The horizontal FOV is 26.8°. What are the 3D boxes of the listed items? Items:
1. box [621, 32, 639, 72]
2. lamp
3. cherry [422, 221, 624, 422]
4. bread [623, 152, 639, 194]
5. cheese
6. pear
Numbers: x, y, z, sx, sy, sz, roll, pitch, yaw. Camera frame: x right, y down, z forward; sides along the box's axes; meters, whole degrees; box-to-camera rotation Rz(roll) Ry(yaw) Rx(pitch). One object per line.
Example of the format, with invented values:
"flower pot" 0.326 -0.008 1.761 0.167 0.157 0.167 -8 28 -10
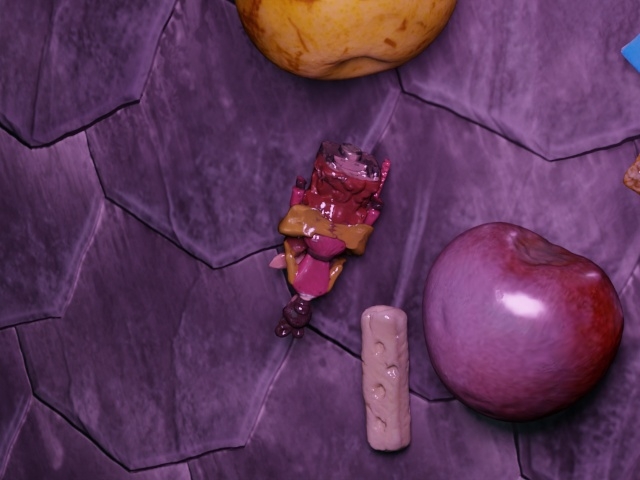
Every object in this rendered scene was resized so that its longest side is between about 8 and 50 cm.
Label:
"box" 0.503 -0.195 1.418 0.273 0.048 0.265 49 120 12
"lamp" 0.000 0.000 1.712 0.118 0.118 0.253 29 116 22
"cherry" 0.221 0.108 1.547 0.239 0.206 0.239 3 100 16
"bread" 0.459 -0.071 1.383 0.234 0.110 0.184 37 115 17
"cheese" 0.084 0.180 1.736 0.065 0.043 0.194 3 103 34
"pear" 0.029 -0.322 1.544 0.281 0.281 0.280 6 103 29
